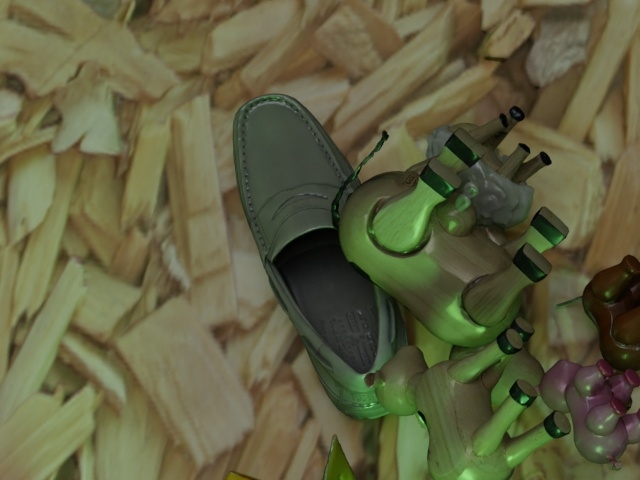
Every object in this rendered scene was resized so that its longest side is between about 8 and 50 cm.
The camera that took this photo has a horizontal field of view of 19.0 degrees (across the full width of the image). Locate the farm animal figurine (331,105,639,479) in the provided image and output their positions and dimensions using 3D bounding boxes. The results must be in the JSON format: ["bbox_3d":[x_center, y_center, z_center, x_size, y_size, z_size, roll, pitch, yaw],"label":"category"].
[{"bbox_3d":[0.124,0.066,1.538,0.172,0.330,0.327,-45,77,32],"label":"farm animal figurine"}]

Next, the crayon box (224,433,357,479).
[{"bbox_3d":[-0.057,0.315,1.491,0.081,0.202,0.318,16,70,14],"label":"crayon box"}]

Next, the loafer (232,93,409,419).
[{"bbox_3d":[0.000,0.000,1.657,0.112,0.111,0.319,-24,67,-2],"label":"loafer"}]
